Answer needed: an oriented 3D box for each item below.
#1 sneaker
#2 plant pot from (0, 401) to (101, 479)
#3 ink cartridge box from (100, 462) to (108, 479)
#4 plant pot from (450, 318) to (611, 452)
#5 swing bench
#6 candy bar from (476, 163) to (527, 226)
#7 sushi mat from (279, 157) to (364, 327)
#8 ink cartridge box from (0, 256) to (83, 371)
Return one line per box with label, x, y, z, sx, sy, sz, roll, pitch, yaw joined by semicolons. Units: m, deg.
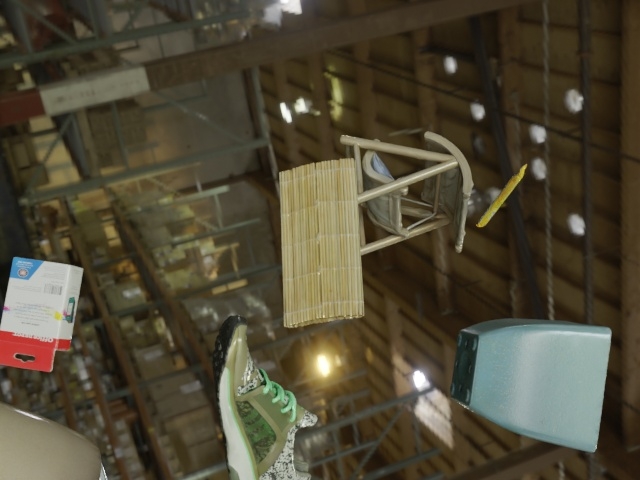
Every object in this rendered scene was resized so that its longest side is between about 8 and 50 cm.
sneaker;-0.102;0.314;1.652;0.158;0.182;0.410;-116;-162;-63
plant pot;-0.500;0.322;1.242;0.274;0.256;0.256;47;-2;-31
ink cartridge box;-0.563;0.525;1.790;0.129;0.223;0.307;68;-25;3
plant pot;0.410;0.274;1.795;0.248;0.253;0.247;166;-66;-82
swing bench;0.175;-0.092;1.812;0.253;0.255;0.165;83;3;-62
candy bar;0.358;-0.085;1.732;0.018;0.040;0.161;39;-54;9
sushi mat;0.000;0.000;1.624;0.019;0.152;0.316;47;38;-63
ink cartridge box;-0.607;0.160;1.895;0.078;0.134;0.230;53;45;-80
